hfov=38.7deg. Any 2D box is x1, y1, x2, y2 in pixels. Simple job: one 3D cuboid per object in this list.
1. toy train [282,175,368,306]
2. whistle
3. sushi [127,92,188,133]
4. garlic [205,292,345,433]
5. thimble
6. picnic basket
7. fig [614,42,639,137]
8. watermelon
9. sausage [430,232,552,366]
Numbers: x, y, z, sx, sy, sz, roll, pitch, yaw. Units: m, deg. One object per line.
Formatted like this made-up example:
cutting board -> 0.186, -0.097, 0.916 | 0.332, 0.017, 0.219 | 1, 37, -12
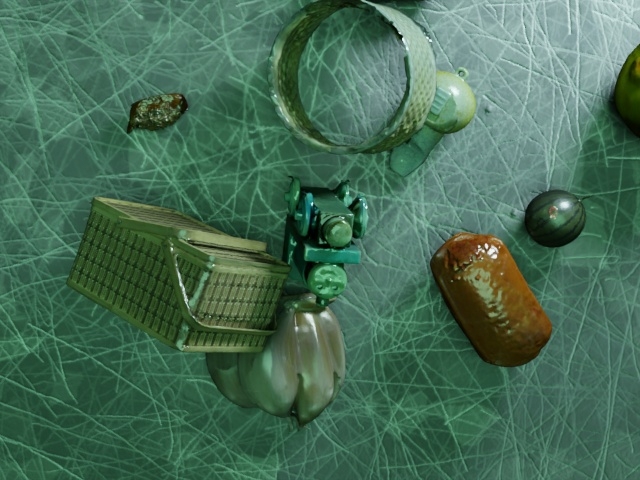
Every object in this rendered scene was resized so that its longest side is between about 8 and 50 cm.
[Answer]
toy train -> 0.000, 0.000, 1.542 | 0.120, 0.298, 0.194 | 5, 102, -9
whistle -> 0.199, -0.213, 1.631 | 0.123, 0.123, 0.223 | 29, 114, -5
sushi -> -0.293, -0.225, 1.626 | 0.120, 0.052, 0.055 | -13, 82, -3
garlic -> -0.075, 0.212, 1.656 | 0.238, 0.210, 0.291 | 10, 92, -38
thimble -> 0.053, -0.278, 1.536 | 0.271, 0.150, 0.270 | 3, 99, 22
picnic basket -> -0.227, 0.051, 1.512 | 0.313, 0.228, 0.175 | 24, 98, 34
fig -> 0.628, -0.250, 1.596 | 0.207, 0.207, 0.230 | -41, 130, 2
watermelon -> 0.434, -0.047, 1.644 | 0.133, 0.105, 0.105 | -34, 97, 19
sausage -> 0.305, 0.108, 1.635 | 0.141, 0.153, 0.268 | -32, 97, 1
